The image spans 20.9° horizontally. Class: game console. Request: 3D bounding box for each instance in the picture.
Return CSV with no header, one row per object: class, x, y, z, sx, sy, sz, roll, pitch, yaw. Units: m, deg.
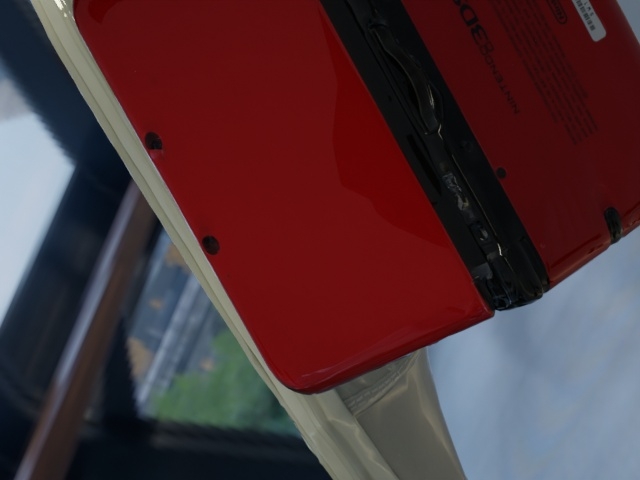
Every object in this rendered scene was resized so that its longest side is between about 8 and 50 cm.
game console,0.021,-0.047,0.519,0.124,0.144,0.085,-32,7,-31

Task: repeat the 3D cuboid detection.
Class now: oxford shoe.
oxford shoe,0.000,0.000,0.959,0.130,0.449,0.169,-30,22,1
